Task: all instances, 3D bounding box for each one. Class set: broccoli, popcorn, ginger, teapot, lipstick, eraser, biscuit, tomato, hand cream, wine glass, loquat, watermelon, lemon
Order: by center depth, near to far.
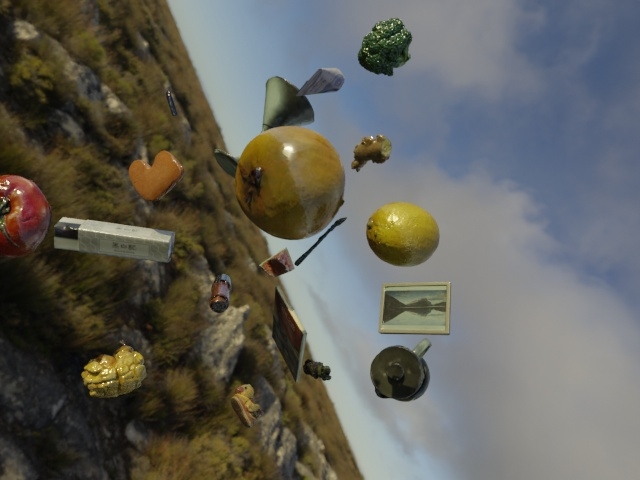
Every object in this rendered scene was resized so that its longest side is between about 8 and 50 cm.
[{"bbox_3d":[0.009,-0.355,1.132,0.053,0.084,0.142,52,36,3],"label":"hand cream"},{"bbox_3d":[-0.855,-0.071,1.363,0.101,0.227,0.228,75,-8,-81],"label":"tomato"},{"bbox_3d":[-0.068,-0.164,1.470,0.328,0.359,0.329,3,-86,44],"label":"loquat"},{"bbox_3d":[0.203,-0.606,1.590,0.156,0.195,0.196,11,45,-49],"label":"broccoli"},{"bbox_3d":[-0.658,0.436,1.645,0.163,0.194,0.140,31,-64,18],"label":"popcorn"},{"bbox_3d":[0.291,-0.021,1.793,0.236,0.262,0.236,-178,-90,-89],"label":"lemon"},{"bbox_3d":[-0.596,-0.246,1.814,0.186,0.192,0.036,53,12,18],"label":"biscuit"},{"bbox_3d":[-0.753,-0.003,1.867,0.096,0.403,0.098,-103,-158,-64],"label":"eraser"},{"bbox_3d":[0.315,0.472,1.872,0.200,0.270,0.337,42,-3,22],"label":"teapot"},{"bbox_3d":[-0.372,0.193,1.890,0.418,0.077,0.077,-141,-151,-79],"label":"lipstick"},{"bbox_3d":[-0.143,0.085,1.969,0.098,0.121,0.158,54,-33,-2],"label":"watermelon"},{"bbox_3d":[-0.237,-0.439,2.102,0.267,0.406,0.267,33,-16,11],"label":"wine glass"},{"bbox_3d":[0.213,-0.395,2.263,0.213,0.074,0.138,-15,-82,39],"label":"ginger"}]

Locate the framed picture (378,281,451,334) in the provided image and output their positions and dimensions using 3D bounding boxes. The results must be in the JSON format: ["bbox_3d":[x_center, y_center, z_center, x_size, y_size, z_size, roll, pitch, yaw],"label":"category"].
[{"bbox_3d":[0.264,0.190,1.425,0.015,0.203,0.150,40,52,-54],"label":"framed picture"}]

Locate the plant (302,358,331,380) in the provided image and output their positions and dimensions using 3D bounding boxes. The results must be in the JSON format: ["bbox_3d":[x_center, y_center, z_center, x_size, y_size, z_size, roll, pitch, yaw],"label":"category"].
[{"bbox_3d":[-0.009,0.552,2.152,0.174,0.087,0.085,1,-81,52],"label":"plant"}]

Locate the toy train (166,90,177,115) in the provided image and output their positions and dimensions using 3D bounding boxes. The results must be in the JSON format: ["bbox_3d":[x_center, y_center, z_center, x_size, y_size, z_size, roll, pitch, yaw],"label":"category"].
[{"bbox_3d":[-0.506,-0.464,1.716,0.017,0.017,0.083,-70,149,-63],"label":"toy train"}]

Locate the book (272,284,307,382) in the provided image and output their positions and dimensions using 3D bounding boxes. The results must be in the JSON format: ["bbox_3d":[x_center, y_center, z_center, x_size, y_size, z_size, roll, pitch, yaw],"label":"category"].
[{"bbox_3d":[-0.138,0.401,2.146,0.263,0.028,0.374,56,-28,36],"label":"book"}]

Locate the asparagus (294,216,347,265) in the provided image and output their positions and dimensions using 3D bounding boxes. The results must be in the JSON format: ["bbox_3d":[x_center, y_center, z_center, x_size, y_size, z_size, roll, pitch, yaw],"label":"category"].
[{"bbox_3d":[0.000,0.000,1.663,0.023,0.233,0.022,47,-2,-18],"label":"asparagus"}]

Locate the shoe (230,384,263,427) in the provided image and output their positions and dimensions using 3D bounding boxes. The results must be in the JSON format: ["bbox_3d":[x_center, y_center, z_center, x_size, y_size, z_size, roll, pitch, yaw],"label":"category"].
[{"bbox_3d":[-0.203,0.454,1.395,0.109,0.069,0.072,57,-43,8],"label":"shoe"}]
